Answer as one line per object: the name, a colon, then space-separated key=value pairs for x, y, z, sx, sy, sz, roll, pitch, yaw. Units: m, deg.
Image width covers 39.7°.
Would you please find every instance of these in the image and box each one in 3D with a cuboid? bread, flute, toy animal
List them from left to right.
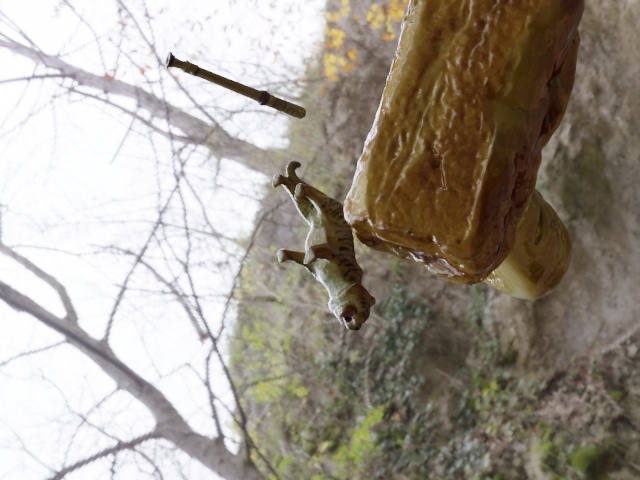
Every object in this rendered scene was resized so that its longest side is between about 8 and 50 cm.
flute: x=-0.124 y=-0.231 z=1.343 sx=0.233 sy=0.027 sz=0.027 roll=19 pitch=-83 yaw=-25
toy animal: x=0.000 y=0.000 z=1.027 sx=0.099 sy=0.241 sz=0.056 roll=27 pitch=-54 yaw=-36
bread: x=0.155 y=-0.133 z=0.951 sx=0.149 sy=0.195 sz=0.344 roll=23 pitch=-94 yaw=-75
bread: x=0.293 y=-0.043 z=1.537 sx=0.160 sy=0.333 sz=0.333 roll=-47 pitch=-39 yaw=-7
